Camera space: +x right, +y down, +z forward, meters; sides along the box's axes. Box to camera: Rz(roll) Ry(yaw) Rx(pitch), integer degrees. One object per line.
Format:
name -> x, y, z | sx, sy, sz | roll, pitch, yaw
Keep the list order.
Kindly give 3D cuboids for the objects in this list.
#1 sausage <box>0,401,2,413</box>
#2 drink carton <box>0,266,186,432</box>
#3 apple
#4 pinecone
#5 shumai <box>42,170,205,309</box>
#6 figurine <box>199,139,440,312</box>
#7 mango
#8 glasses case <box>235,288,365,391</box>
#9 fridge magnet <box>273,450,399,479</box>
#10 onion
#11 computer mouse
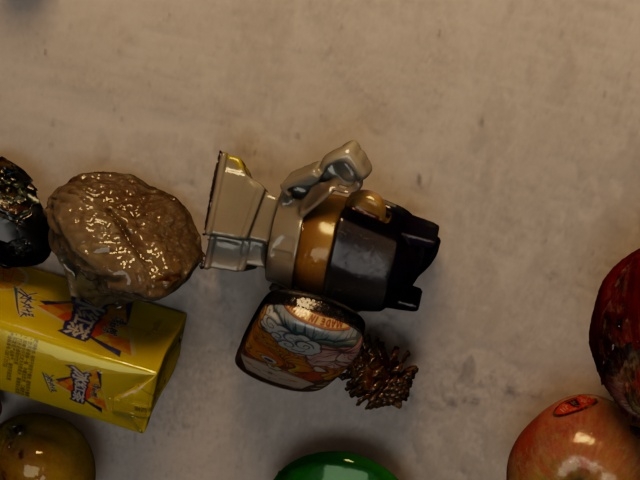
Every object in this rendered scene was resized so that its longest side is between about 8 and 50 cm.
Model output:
sausage -> -0.502, 0.191, 1.640 | 0.062, 0.062, 0.154 | -8, 116, 14
drink carton -> -0.370, 0.127, 1.529 | 0.351, 0.154, 0.111 | 17, 119, 1
apple -> 0.343, 0.297, 1.487 | 0.210, 0.164, 0.209 | 6, 109, 16
pinecone -> 0.070, 0.171, 1.505 | 0.109, 0.102, 0.102 | 33, 118, -7
shumai -> -0.259, 0.025, 1.461 | 0.206, 0.166, 0.175 | 41, 131, 18
figurine -> -0.001, 0.004, 1.405 | 0.309, 0.143, 0.308 | 15, 154, 7
mango -> -0.427, 0.355, 1.678 | 0.167, 0.130, 0.262 | 35, 124, -14
glasses case -> -0.030, 0.128, 1.423 | 0.122, 0.082, 0.321 | 17, 160, -6
fridge magnet -> 0.027, 0.378, 1.627 | 0.208, 0.088, 0.208 | 4, 119, 8
onion -> 0.444, 0.118, 1.335 | 0.276, 0.276, 0.276 | 4, 118, 8
computer mouse -> -0.445, -0.044, 1.476 | 0.242, 0.077, 0.146 | 32, 111, 12
